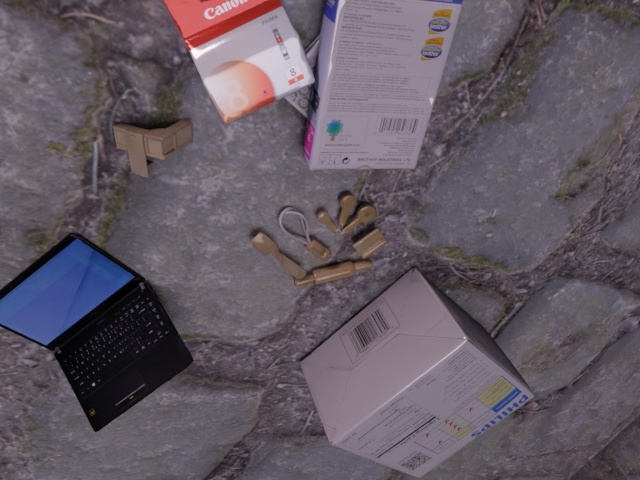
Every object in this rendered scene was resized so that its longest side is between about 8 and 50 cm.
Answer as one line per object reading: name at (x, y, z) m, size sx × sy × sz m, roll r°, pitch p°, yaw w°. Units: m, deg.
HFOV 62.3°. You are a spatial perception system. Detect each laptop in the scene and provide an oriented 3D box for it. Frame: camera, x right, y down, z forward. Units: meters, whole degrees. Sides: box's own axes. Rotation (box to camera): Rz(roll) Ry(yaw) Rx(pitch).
laptop at (-0.394, 0.164, 0.894) m, size 0.234 × 0.264 × 0.136 m, roll -36°, pitch 168°, yaw 10°

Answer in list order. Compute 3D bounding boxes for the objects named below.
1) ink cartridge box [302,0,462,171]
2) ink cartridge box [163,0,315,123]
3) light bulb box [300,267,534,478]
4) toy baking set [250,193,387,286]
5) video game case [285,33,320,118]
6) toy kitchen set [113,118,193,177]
ink cartridge box at (0.086, -0.250, 0.774) m, size 0.185 × 0.065 × 0.311 m, roll -3°, pitch 130°, yaw -19°
ink cartridge box at (-0.104, -0.267, 0.713) m, size 0.145 × 0.045 × 0.179 m, roll -25°, pitch 128°, yaw 2°
light bulb box at (0.219, 0.314, 1.198) m, size 0.358 × 0.225 × 0.361 m, roll -41°, pitch 131°, yaw 13°
toy baking set at (0.002, 0.005, 0.999) m, size 0.256 × 0.030 × 0.197 m, roll -17°, pitch 128°, yaw -9°
video game case at (0.030, -0.239, 0.815) m, size 0.143 × 0.019 × 0.157 m, roll -43°, pitch 130°, yaw 15°
toy kitchen set at (-0.244, -0.140, 0.781) m, size 0.083 × 0.075 × 0.068 m, roll 16°, pitch 126°, yaw 16°
